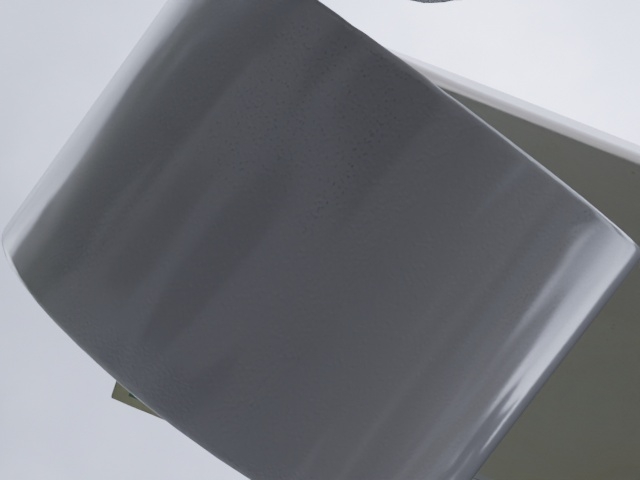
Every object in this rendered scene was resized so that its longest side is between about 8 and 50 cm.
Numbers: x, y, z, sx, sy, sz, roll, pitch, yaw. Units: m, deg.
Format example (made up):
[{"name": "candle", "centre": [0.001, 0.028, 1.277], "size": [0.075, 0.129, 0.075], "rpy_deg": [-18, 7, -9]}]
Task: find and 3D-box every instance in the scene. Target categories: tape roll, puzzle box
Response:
[{"name": "tape roll", "centre": [0.000, 0.000, 0.659], "size": [0.246, 0.246, 0.169], "rpy_deg": [38, -85, 11]}, {"name": "puzzle box", "centre": [0.100, 0.050, 0.870], "size": [0.408, 0.052, 0.272], "rpy_deg": [22, -68, 2]}]

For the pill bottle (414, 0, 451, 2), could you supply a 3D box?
[{"name": "pill bottle", "centre": [0.095, -0.244, 0.499], "size": [0.176, 0.176, 0.318], "rpy_deg": [52, -47, 5]}]
